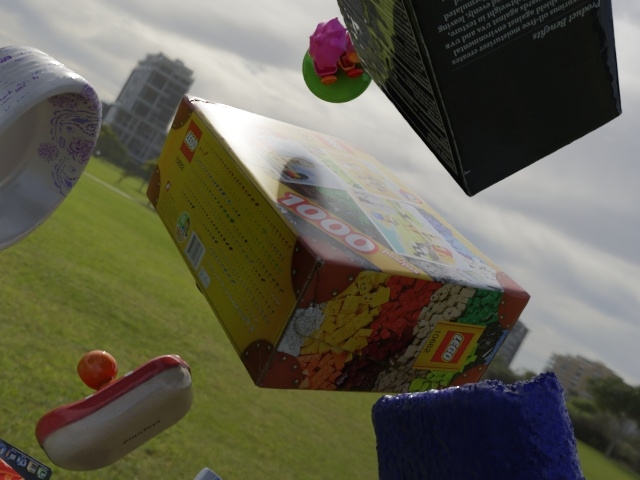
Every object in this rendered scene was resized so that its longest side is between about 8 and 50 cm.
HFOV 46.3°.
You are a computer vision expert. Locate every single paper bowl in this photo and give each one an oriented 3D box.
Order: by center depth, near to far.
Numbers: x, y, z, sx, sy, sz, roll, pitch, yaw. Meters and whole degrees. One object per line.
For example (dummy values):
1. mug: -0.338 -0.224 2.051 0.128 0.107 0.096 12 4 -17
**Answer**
1. paper bowl: -0.443 -0.131 1.013 0.148 0.284 0.284 33 -2 5

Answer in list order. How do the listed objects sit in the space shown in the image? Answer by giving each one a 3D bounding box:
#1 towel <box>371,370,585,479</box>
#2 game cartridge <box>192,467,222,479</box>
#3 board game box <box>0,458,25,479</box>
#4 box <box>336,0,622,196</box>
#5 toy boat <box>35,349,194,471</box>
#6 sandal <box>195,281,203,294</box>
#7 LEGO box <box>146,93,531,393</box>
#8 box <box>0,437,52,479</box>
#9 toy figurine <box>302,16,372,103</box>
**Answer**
1. towel: 0.127 0.252 0.514 0.076 0.308 0.227 -5 -12 -23
2. game cartridge: -0.136 0.341 0.981 0.083 0.017 0.056 50 20 -2
3. board game box: -0.461 0.322 0.762 0.302 0.086 0.308 23 26 31
4. box: 0.120 -0.259 0.715 0.294 0.182 0.296 62 0 -44
5. toy boat: -0.311 0.228 1.105 0.151 0.231 0.151 49 -26 24
6. sandal: -0.120 0.126 1.365 0.240 0.088 0.079 40 13 17
7. LEGO box: 0.000 0.000 1.136 0.372 0.193 0.500 10 26 -36
8. box: -0.637 0.484 1.449 0.190 0.045 0.184 43 30 -24
9. toy figurine: 0.045 -0.316 1.251 0.173 0.130 0.159 -11 -5 5
